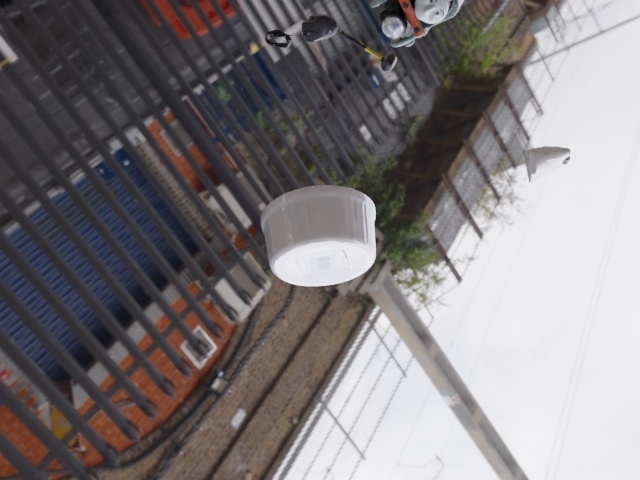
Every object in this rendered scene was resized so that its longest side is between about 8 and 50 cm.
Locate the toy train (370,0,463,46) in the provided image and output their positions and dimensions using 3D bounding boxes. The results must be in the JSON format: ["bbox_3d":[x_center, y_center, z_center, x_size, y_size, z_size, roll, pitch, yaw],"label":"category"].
[{"bbox_3d":[0.239,-0.545,1.429,0.190,0.142,0.334,-16,-152,36],"label":"toy train"}]

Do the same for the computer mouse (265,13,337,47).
[{"bbox_3d":[-0.061,-0.587,1.855,0.242,0.071,0.041,-3,-146,33],"label":"computer mouse"}]

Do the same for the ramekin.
[{"bbox_3d":[0.000,0.000,1.534,0.277,0.277,0.135,-24,-123,30],"label":"ramekin"}]

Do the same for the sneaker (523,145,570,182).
[{"bbox_3d":[0.528,-0.183,1.520,0.094,0.080,0.212,-14,-179,10],"label":"sneaker"}]

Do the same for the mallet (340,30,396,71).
[{"bbox_3d":[0.141,-0.569,1.966,0.039,0.189,0.062,-56,-168,47],"label":"mallet"}]
